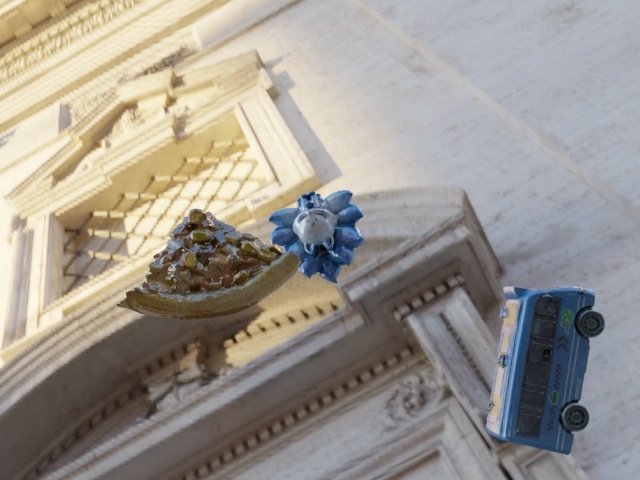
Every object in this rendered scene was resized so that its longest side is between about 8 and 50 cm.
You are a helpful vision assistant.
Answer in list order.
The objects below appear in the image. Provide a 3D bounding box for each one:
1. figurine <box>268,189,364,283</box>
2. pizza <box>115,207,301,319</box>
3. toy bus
[{"bbox_3d":[0.000,0.000,0.971,0.114,0.114,0.079,-19,-25,-6],"label":"figurine"},{"bbox_3d":[-0.108,0.018,0.847,0.178,0.130,0.041,-3,-35,-5],"label":"pizza"},{"bbox_3d":[0.330,0.185,1.293,0.134,0.113,0.246,10,-94,-3],"label":"toy bus"}]
